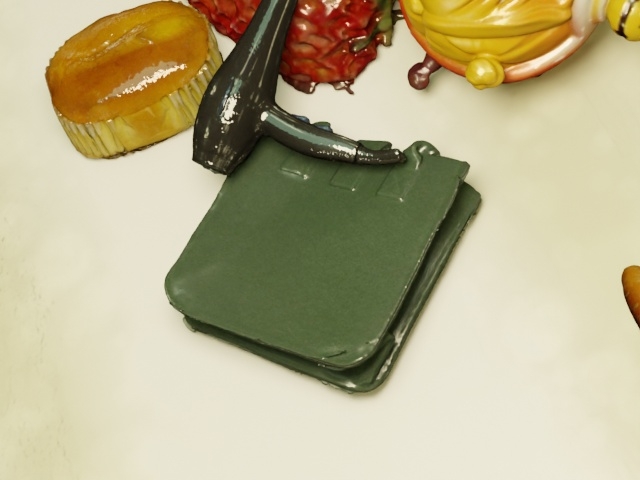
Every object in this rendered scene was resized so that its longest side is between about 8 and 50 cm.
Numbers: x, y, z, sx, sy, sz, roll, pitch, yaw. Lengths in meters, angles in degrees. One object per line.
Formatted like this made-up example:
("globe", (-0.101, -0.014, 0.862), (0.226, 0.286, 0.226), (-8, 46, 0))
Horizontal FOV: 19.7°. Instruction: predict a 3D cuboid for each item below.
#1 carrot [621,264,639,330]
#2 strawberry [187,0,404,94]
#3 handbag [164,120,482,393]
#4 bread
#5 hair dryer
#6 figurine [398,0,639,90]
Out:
("carrot", (0.316, 0.077, 1.713), (0.048, 0.048, 0.139), (-26, 60, 4))
("strawberry", (-0.023, -0.322, 1.947), (0.280, 0.150, 0.253), (36, 83, 26))
("handbag", (0.000, 0.002, 1.827), (0.247, 0.079, 0.260), (19, 69, 28))
("bread", (-0.197, -0.175, 1.958), (0.190, 0.114, 0.132), (-22, 59, 0))
("hair dryer", (-0.007, -0.131, 1.826), (0.219, 0.075, 0.195), (23, 88, 16))
("figurine", (0.209, -0.285, 1.833), (0.323, 0.196, 0.320), (-35, 65, -8))
